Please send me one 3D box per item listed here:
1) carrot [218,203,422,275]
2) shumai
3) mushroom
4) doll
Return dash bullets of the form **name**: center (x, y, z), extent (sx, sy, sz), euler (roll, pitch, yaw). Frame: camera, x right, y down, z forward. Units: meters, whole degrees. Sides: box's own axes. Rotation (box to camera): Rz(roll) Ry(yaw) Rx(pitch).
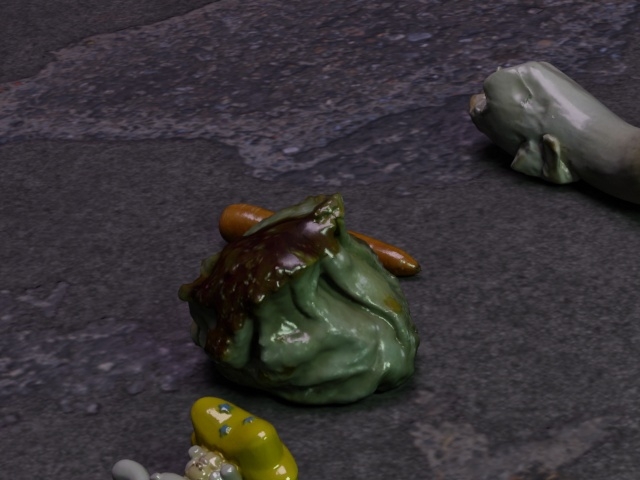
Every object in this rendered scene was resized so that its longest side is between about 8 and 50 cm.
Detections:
- **carrot**: center (0.000, 0.000, 1.591), extent (0.190, 0.037, 0.037), euler (11, 31, 28)
- **shumai**: center (-0.016, 0.026, 1.423), extent (0.184, 0.142, 0.184), euler (-4, 30, 2)
- **mushroom**: center (0.231, -0.090, 1.663), extent (0.099, 0.096, 0.278), euler (-23, 35, -28)
- **doll**: center (-0.080, 0.161, 1.266), extent (0.135, 0.071, 0.113), euler (2, 45, 28)
